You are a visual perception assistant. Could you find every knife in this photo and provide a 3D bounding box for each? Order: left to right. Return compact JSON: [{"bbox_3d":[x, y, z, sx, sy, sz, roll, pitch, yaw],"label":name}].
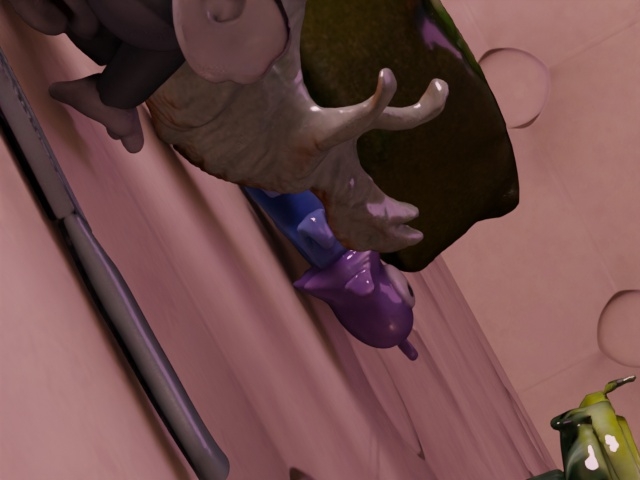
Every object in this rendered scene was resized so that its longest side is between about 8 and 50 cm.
[{"bbox_3d":[-0.088,-0.003,0.613,0.210,0.015,0.028,61,11,6],"label":"knife"}]

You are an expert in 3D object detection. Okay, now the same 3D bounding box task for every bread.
[{"bbox_3d":[-0.011,-0.155,1.206,0.382,0.129,0.366,54,-5,18],"label":"bread"}]

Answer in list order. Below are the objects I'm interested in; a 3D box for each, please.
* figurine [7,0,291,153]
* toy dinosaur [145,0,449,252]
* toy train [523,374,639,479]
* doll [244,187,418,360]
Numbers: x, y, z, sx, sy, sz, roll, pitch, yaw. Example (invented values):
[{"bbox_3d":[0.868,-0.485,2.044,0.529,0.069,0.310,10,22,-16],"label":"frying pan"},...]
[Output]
[{"bbox_3d":[-0.086,-0.139,0.662,0.193,0.140,0.265,42,-11,-25],"label":"figurine"},{"bbox_3d":[-0.046,-0.132,0.877,0.393,0.205,0.092,29,31,-28],"label":"toy dinosaur"},{"bbox_3d":[0.089,0.169,0.672,0.271,0.159,0.188,26,42,-80],"label":"toy train"},{"bbox_3d":[0.000,0.000,1.104,0.206,0.067,0.110,50,-1,-7],"label":"doll"}]
